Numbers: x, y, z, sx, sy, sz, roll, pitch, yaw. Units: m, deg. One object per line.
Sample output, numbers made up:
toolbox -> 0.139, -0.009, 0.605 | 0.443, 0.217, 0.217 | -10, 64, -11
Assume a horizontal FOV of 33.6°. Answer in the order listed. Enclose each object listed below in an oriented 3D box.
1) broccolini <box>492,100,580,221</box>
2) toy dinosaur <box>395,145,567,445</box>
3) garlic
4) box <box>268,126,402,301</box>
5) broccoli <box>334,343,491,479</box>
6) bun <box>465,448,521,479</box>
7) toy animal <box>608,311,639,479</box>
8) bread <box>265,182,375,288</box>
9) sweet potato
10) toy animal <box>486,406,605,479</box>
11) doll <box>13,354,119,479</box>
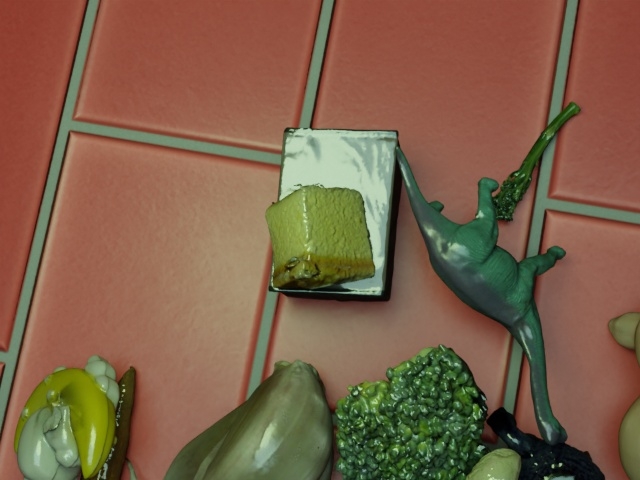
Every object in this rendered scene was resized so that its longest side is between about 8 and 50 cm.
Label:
broccolini -> 0.343, -0.126, 1.702 | 0.054, 0.051, 0.239 | 35, 78, 15
toy dinosaur -> 0.226, 0.078, 1.528 | 0.383, 0.129, 0.331 | 34, 45, -18
garlic -> -0.125, 0.333, 1.557 | 0.340, 0.231, 0.246 | -28, 70, 0
box -> 0.029, -0.033, 1.650 | 0.188, 0.153, 0.252 | 2, 81, 6
broccoli -> 0.132, 0.249, 1.557 | 0.248, 0.245, 0.288 | 40, 117, -22
bun -> 0.233, 0.336, 1.450 | 0.069, 0.115, 0.115 | 14, 82, 14
toy animal -> 0.547, 0.221, 1.551 | 0.269, 0.237, 0.326 | 39, 88, -2
bread -> 0.000, 0.000, 1.543 | 0.152, 0.127, 0.147 | 1, 79, -28
sweet potato -> -0.340, 0.349, 1.660 | 0.072, 0.066, 0.314 | 2, 74, 27
toy animal -> 0.355, 0.364, 1.536 | 0.122, 0.185, 0.298 | -36, 64, 5
doll -> -0.397, 0.301, 1.618 | 0.237, 0.111, 0.252 | -27, 48, 27
